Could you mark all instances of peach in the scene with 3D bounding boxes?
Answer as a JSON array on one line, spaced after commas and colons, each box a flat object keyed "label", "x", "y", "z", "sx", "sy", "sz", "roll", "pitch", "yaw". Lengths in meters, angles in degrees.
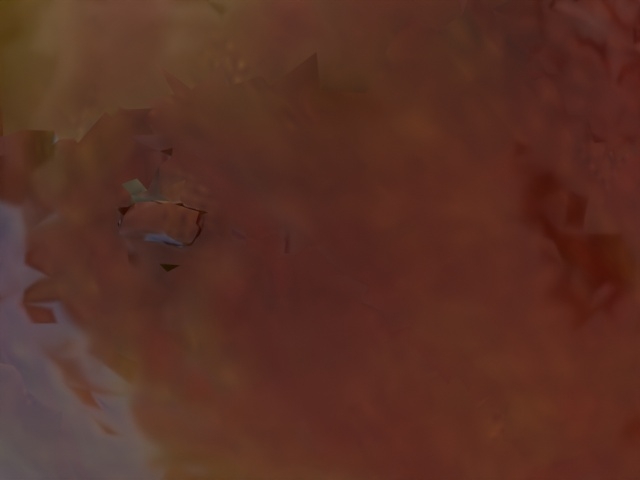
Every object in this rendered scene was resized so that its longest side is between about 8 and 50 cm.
[{"label": "peach", "x": 0.001, "y": -0.002, "z": 0.576, "sx": 0.372, "sy": 0.372, "sz": 0.290, "roll": 44, "pitch": -109, "yaw": -21}]
